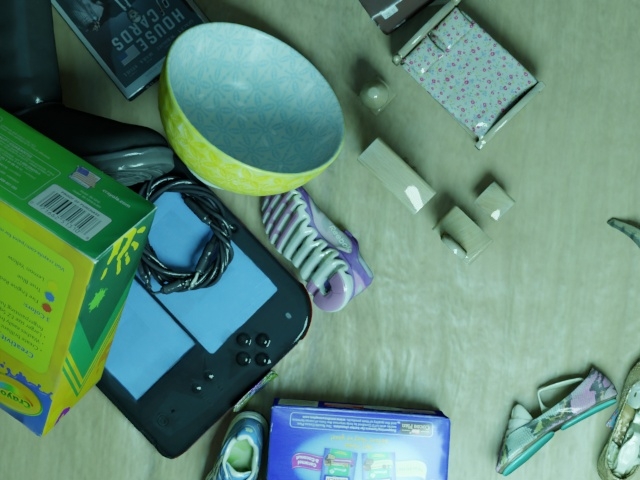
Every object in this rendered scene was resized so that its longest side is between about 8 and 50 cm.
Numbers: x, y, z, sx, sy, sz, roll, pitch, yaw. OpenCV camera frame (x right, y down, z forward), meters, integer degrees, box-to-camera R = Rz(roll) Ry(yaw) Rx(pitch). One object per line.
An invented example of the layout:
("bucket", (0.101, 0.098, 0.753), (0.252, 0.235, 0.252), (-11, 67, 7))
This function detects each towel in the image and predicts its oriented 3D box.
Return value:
("towel", (-0.099, 0.231, 1.707), (0.083, 0.060, 0.009), (-43, 80, -2))

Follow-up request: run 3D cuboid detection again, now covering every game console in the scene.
("game console", (-0.241, 0.089, 1.719), (0.342, 0.060, 0.386), (-44, 86, 0))

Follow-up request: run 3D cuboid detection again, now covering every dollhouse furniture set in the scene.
("dollhouse furniture set", (0.233, -0.191, 1.636), (0.303, 0.174, 0.355), (44, 96, 2))

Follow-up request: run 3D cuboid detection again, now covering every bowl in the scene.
("bowl", (-0.125, -0.166, 1.657), (0.289, 0.289, 0.156), (43, 133, 3))

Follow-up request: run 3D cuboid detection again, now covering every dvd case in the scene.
("dvd case", (-0.304, -0.365, 1.751), (0.179, 0.029, 0.239), (-39, 87, 1))

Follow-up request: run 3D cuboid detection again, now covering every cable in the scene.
("cable", (-0.211, -0.015, 1.671), (0.150, 0.047, 0.184), (-12, 88, 4))

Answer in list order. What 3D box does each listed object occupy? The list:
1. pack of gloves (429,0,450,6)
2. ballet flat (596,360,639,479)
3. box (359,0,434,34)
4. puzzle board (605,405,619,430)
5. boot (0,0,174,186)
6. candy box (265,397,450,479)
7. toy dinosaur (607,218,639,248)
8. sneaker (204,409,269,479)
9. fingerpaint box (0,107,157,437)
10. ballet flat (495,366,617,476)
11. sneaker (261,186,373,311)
("pack of gloves", (0.257, -0.476, 1.725), (0.232, 0.046, 0.195), (-8, 89, 2))
("ballet flat", (0.474, 0.272, 1.668), (0.073, 0.067, 0.206), (18, 88, 3))
("box", (0.098, -0.443, 1.658), (0.167, 0.168, 0.203), (-35, 87, 9))
("puzzle board", (0.515, 0.280, 1.706), (0.128, 0.011, 0.096), (35, 90, 3))
("boot", (-0.408, -0.292, 1.658), (0.367, 0.146, 0.445), (-8, 85, 22))
("candy box", (0.047, 0.406, 1.665), (0.268, 0.122, 0.317), (4, 87, 1))
("toy dinosaur", (0.556, 0.056, 1.689), (0.118, 0.064, 0.268), (-32, 84, 8))
("sneaker", (-0.137, 0.362, 1.689), (0.080, 0.081, 0.211), (14, 98, 1))
("fingerpaint box", (-0.488, 0.004, 1.572), (0.445, 0.163, 0.371), (31, 129, 8))
("ballet flat", (0.342, 0.266, 1.689), (0.221, 0.077, 0.079), (-33, 69, -4))
("sneaker", (0.000, 0.000, 1.702), (0.236, 0.104, 0.095), (57, 133, 21))
